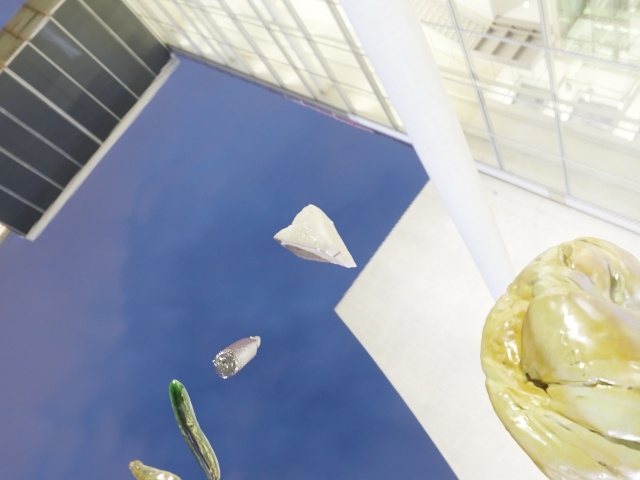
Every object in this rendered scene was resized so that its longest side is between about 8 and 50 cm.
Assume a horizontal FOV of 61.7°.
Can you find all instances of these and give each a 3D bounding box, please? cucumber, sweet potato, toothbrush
[{"bbox_3d":[-0.202,0.306,0.851,0.036,0.033,0.184,-17,-80,23],"label":"cucumber"},{"bbox_3d":[-0.315,0.441,0.999,0.153,0.041,0.038,5,-120,32],"label":"sweet potato"},{"bbox_3d":[-0.129,0.186,0.908,0.040,0.364,0.041,0,-95,0],"label":"toothbrush"}]

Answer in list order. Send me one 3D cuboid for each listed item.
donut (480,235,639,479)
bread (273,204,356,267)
[{"bbox_3d":[0.318,0.148,0.520,0.170,0.360,0.360,-56,-135,32],"label":"donut"},{"bbox_3d":[-0.012,0.018,0.970,0.105,0.077,0.152,-44,-146,14],"label":"bread"}]
